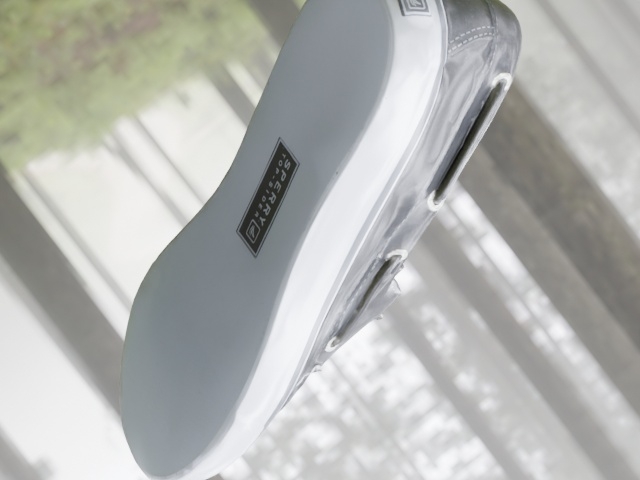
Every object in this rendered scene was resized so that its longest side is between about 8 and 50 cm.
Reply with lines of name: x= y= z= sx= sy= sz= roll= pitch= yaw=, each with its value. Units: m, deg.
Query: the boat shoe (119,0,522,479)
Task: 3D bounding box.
boat shoe: x=0.000 y=0.000 z=0.677 sx=0.076 sy=0.080 sz=0.228 roll=1 pitch=128 yaw=-36
